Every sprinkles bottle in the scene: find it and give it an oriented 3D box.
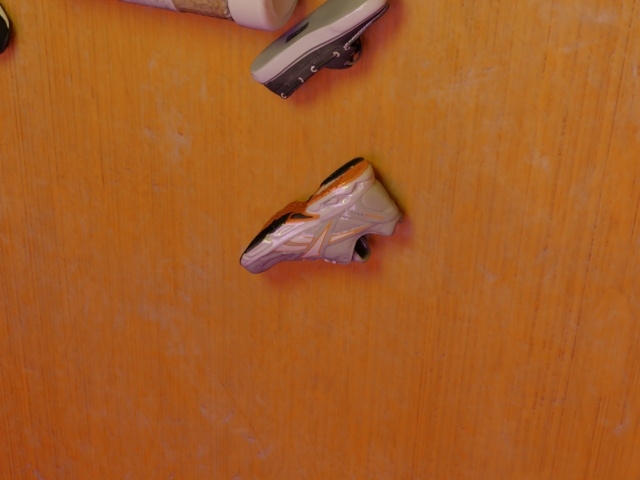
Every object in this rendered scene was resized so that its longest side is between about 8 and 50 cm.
[{"bbox_3d":[-0.204,-0.352,1.620,0.355,0.121,0.121,14,124,20],"label":"sprinkles bottle"}]

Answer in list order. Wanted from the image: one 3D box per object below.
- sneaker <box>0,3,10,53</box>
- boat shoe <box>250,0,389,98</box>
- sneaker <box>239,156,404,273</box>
[{"bbox_3d":[-0.579,-0.339,1.821,0.283,0.124,0.107,36,129,4],"label":"sneaker"},{"bbox_3d":[0.011,-0.243,1.609,0.228,0.080,0.076,-30,120,34],"label":"boat shoe"},{"bbox_3d":[0.000,0.000,1.751,0.262,0.099,0.121,-32,106,39],"label":"sneaker"}]
